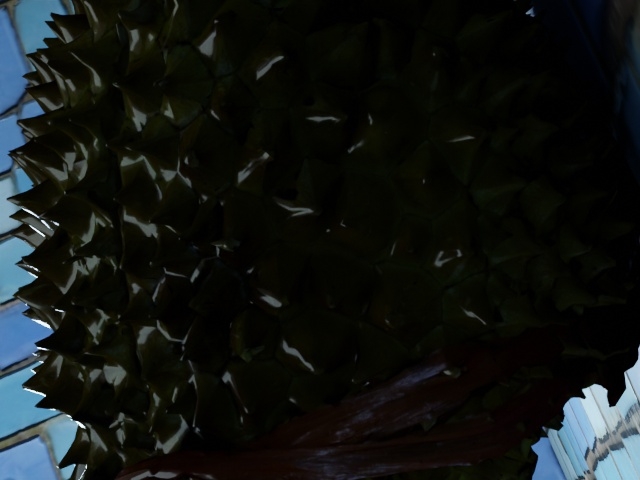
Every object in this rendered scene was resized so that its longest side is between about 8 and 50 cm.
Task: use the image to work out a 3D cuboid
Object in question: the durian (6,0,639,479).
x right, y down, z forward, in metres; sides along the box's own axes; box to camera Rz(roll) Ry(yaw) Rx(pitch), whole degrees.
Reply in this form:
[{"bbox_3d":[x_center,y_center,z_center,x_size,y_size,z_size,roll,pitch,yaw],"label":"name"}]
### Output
[{"bbox_3d":[0.000,0.001,0.839,0.347,0.347,0.384,-104,22,-78],"label":"durian"}]
